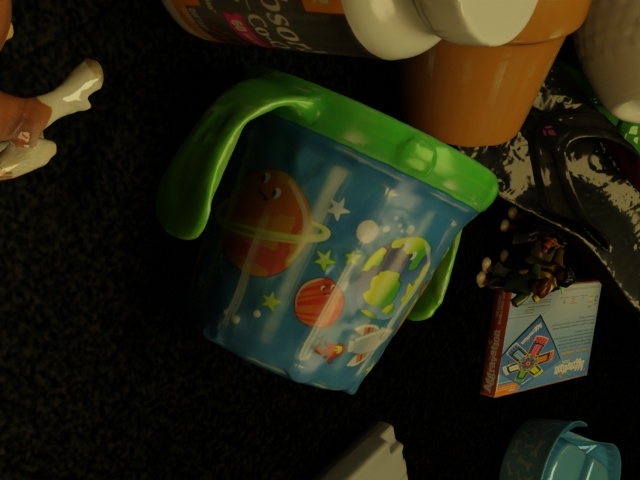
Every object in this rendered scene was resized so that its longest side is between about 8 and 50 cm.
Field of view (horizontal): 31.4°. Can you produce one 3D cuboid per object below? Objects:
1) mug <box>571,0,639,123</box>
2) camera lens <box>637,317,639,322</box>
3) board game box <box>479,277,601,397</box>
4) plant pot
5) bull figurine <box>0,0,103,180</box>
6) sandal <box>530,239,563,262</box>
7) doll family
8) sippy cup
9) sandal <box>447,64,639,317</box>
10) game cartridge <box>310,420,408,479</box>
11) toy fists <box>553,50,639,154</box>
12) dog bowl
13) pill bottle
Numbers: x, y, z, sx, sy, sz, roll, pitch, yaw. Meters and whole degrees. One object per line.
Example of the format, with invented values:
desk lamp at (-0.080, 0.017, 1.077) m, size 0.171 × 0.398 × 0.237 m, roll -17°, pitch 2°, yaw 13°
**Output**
mug at (0.445, -0.303, 1.334) m, size 0.374 × 0.276 × 0.328 m, roll 10°, pitch 78°, yaw -46°
camera lens at (0.569, 0.051, 1.720) m, size 0.274 × 0.219 × 0.219 m, roll 46°, pitch 64°, yaw -49°
board game box at (0.307, 0.127, 1.561) m, size 0.281 × 0.027 × 0.145 m, roll 0°, pitch 99°, yaw -53°
plant pot at (0.154, -0.204, 1.132) m, size 0.205 × 0.205 × 0.188 m, roll -33°, pitch 141°, yaw -43°
bull figurine at (-0.227, -0.172, 0.698) m, size 0.188 × 0.101 × 0.310 m, roll -6°, pitch 105°, yaw -54°
sandal at (0.338, -0.029, 1.534) m, size 0.180 × 0.049 × 0.072 m, roll -53°, pitch 137°, yaw -30°
doll family at (0.283, 0.009, 1.420) m, size 0.076 × 0.111 × 0.193 m, roll 47°, pitch 63°, yaw -48°
sippy cup at (0.000, 0.000, 0.970) m, size 0.305 × 0.240 × 0.224 m, roll 24°, pitch 93°, yaw -15°
sandal at (0.321, -0.067, 1.322) m, size 0.446 × 0.107 × 0.167 m, roll 38°, pitch 77°, yaw -24°
game cartridge at (0.032, 0.370, 1.252) m, size 0.198 × 0.062 × 0.297 m, roll -32°, pitch 125°, yaw -39°
toy fists at (0.358, -0.155, 1.462) m, size 0.279 × 0.096 × 0.142 m, roll 17°, pitch 80°, yaw -41°
dog bowl at (0.345, 0.347, 1.640) m, size 0.297 × 0.074 × 0.166 m, roll 35°, pitch 72°, yaw -51°
pill bottle at (0.017, -0.221, 0.856) m, size 0.162 × 0.278 × 0.162 m, roll -19°, pitch 115°, yaw -49°
